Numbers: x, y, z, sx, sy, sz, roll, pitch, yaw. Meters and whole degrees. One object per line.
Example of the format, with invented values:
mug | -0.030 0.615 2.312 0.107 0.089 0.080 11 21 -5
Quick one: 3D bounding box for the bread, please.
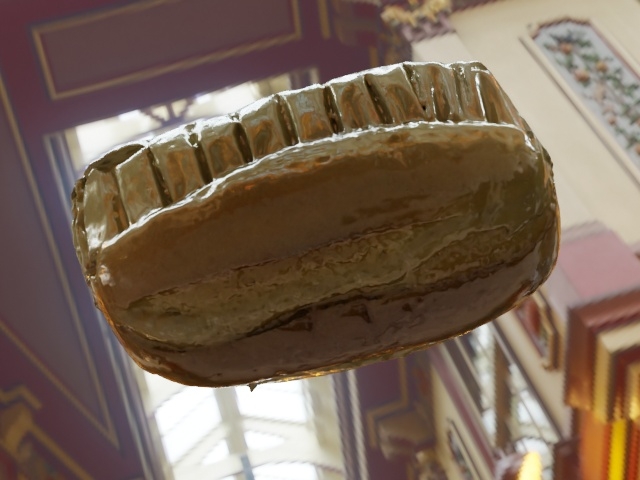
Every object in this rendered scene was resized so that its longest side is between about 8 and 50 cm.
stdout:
bread | 0.000 0.000 0.649 0.236 0.106 0.140 -15 -44 1
